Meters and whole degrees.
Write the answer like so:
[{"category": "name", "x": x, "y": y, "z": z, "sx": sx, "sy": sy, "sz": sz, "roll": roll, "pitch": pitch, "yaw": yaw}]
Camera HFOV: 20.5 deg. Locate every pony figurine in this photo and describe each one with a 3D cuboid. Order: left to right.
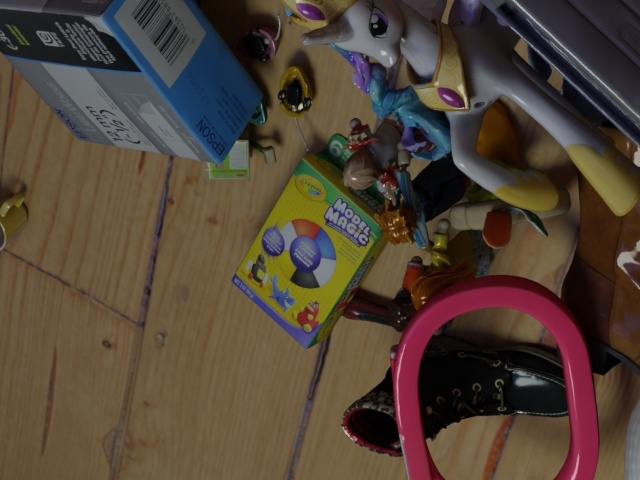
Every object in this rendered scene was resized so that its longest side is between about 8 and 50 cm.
[{"category": "pony figurine", "x": 0.153, "y": -0.208, "z": 1.670, "sx": 0.363, "sy": 0.351, "sz": 0.303, "roll": 33, "pitch": 136, "yaw": -10}]

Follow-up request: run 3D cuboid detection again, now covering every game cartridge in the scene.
[{"category": "game cartridge", "x": 0.314, "y": -0.199, "z": 1.576, "sx": 0.355, "sy": 0.230, "sz": 0.068, "roll": 42, "pitch": 156, "yaw": -8}]

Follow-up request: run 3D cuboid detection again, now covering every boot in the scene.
[{"category": "boot", "x": 0.157, "y": 0.184, "z": 1.955, "sx": 0.236, "sy": 0.178, "sz": 0.085, "roll": 10, "pitch": 120, "yaw": 31}, {"category": "boot", "x": 0.372, "y": 0.018, "z": 1.800, "sx": 0.264, "sy": 0.096, "sz": 0.280, "roll": 20, "pitch": 118, "yaw": 33}]

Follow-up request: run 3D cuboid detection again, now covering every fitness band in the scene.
[{"category": "fitness band", "x": 0.183, "y": 0.175, "z": 1.850, "sx": 0.209, "sy": 0.054, "sz": 0.291, "roll": -9, "pitch": 109, "yaw": 2}]

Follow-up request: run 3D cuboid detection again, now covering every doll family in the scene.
[{"category": "doll family", "x": 0.116, "y": -0.016, "z": 1.881, "sx": 0.118, "sy": 0.163, "sz": 0.263, "roll": -6, "pitch": 111, "yaw": 37}]

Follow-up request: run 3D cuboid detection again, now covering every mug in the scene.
[{"category": "mug", "x": -0.408, "y": -0.026, "z": 2.299, "sx": 0.078, "sy": 0.064, "sz": 0.062, "roll": -8, "pitch": 110, "yaw": 37}]

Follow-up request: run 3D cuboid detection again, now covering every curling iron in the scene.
[{"category": "curling iron", "x": 0.035, "y": 0.062, "z": 2.068, "sx": 0.274, "sy": 0.035, "sz": 0.068, "roll": 10, "pitch": 107, "yaw": 32}]

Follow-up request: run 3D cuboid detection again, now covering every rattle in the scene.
[{"category": "rattle", "x": 0.184, "y": -0.070, "z": 1.771, "sx": 0.130, "sy": 0.199, "sz": 0.143, "roll": 9, "pitch": 95, "yaw": 16}]

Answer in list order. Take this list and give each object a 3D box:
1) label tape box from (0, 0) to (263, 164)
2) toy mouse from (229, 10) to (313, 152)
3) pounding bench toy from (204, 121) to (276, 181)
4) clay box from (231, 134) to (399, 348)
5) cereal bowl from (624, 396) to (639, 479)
[{"category": "label tape box", "x": -0.270, "y": -0.216, "z": 1.974, "sx": 0.347, "sy": 0.115, "sz": 0.249, "roll": 9, "pitch": 150, "yaw": 38}, {"category": "toy mouse", "x": -0.069, "y": -0.190, "z": 1.998, "sx": 0.143, "sy": 0.031, "sz": 0.161, "roll": 14, "pitch": 122, "yaw": 27}, {"category": "pounding bench toy", "x": -0.092, "y": -0.106, "z": 2.045, "sx": 0.083, "sy": 0.065, "sz": 0.052, "roll": -1, "pitch": 118, "yaw": 0}, {"category": "clay box", "x": 0.000, "y": 0.000, "z": 2.020, "sx": 0.127, "sy": 0.053, "sz": 0.222, "roll": 41, "pitch": 123, "yaw": 17}, {"category": "cereal bowl", "x": 0.465, "y": 0.258, "z": 1.744, "sx": 0.339, "sy": 0.141, "sz": 0.339, "roll": 8, "pitch": 132, "yaw": 9}]
